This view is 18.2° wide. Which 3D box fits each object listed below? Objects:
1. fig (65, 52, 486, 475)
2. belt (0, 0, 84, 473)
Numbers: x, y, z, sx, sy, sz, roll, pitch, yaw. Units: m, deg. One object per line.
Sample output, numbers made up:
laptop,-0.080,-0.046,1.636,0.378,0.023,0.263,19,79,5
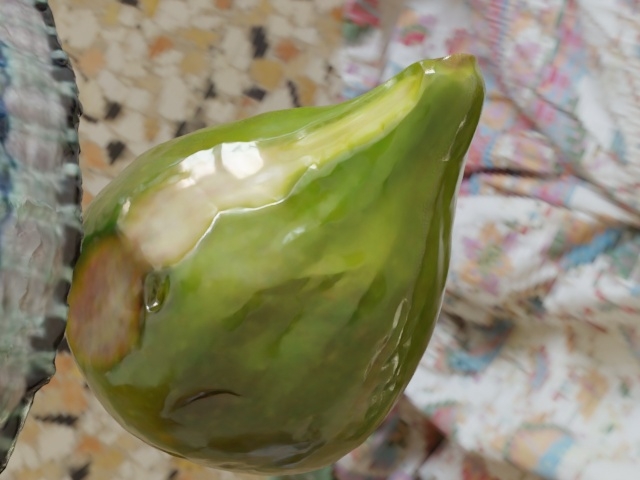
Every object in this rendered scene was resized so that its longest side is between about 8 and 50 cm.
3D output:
fig,0.000,0.000,1.047,0.206,0.206,0.275,32,125,-26
belt,-0.178,-0.025,0.538,0.150,0.257,0.207,22,110,-43
